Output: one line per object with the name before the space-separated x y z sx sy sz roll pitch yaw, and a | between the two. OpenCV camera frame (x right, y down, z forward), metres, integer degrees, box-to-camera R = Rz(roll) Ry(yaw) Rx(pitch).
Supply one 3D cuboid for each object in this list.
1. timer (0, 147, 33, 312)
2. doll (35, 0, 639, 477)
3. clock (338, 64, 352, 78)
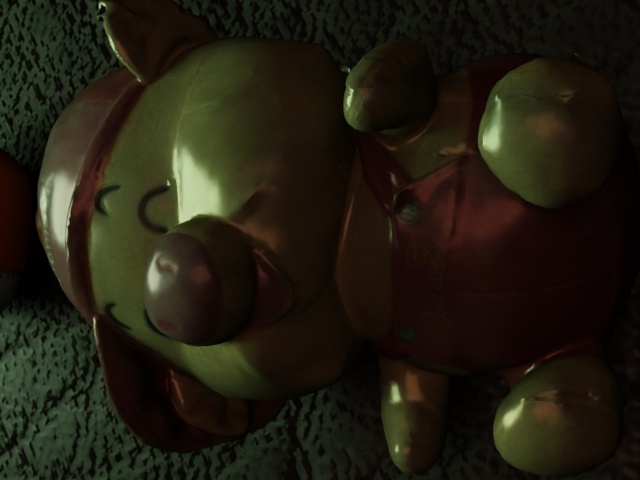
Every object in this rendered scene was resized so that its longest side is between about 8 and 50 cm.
timer | -0.212 -0.023 0.520 0.136 0.099 0.136 0 89 9
doll | -0.001 0.000 0.414 0.255 0.152 0.196 5 85 20
clock | -0.006 -0.052 0.498 0.083 0.010 0.074 -28 76 15
